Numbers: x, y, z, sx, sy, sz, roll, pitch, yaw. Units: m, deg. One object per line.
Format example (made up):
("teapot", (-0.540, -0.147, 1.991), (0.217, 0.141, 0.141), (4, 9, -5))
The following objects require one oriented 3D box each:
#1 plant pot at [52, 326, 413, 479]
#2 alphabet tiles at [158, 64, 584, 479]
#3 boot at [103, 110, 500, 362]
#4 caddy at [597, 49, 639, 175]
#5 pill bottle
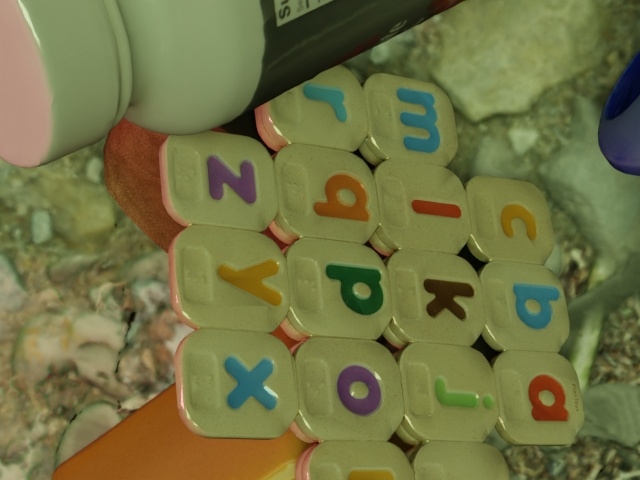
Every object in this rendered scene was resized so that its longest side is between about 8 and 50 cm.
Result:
("plant pot", (-0.033, 0.196, 0.842), (0.212, 0.187, 0.212), (-36, 100, 3))
("alphabet tiles", (0.034, 0.033, 0.789), (0.277, 0.021, 0.284), (6, 68, -33))
("boot", (0.000, 0.000, 0.873), (0.305, 0.112, 0.115), (37, 126, -14))
("caddy", (0.317, -0.132, 0.783), (0.341, 0.241, 0.179), (-42, 104, 3))
("pill bottle", (-0.046, -0.161, 0.718), (0.318, 0.176, 0.176), (-31, 102, -31))
